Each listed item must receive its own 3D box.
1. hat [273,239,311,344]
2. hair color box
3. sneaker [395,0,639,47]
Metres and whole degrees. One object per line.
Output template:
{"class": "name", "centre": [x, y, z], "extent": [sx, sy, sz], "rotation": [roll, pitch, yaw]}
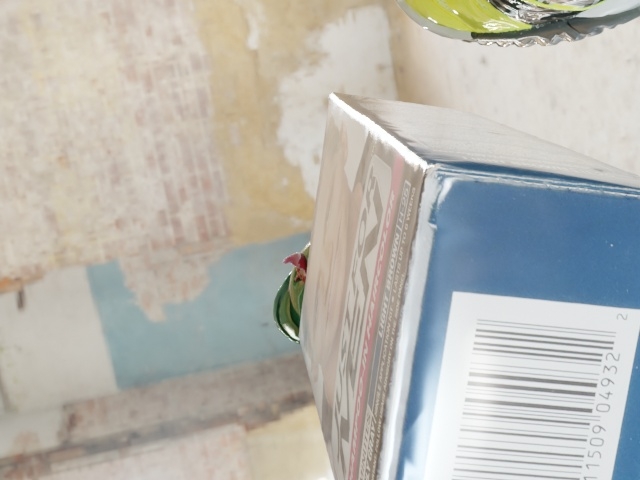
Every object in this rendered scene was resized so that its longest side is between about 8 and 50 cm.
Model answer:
{"class": "hat", "centre": [0.000, 0.000, 1.181], "extent": [0.208, 0.173, 0.184], "rotation": [26, 153, 49]}
{"class": "hair color box", "centre": [0.059, 0.027, 0.562], "extent": [0.347, 0.105, 0.174], "rotation": [-113, 30, -78]}
{"class": "sneaker", "centre": [0.149, -0.197, 0.569], "extent": [0.384, 0.147, 0.145], "rotation": [-4, 78, 56]}
